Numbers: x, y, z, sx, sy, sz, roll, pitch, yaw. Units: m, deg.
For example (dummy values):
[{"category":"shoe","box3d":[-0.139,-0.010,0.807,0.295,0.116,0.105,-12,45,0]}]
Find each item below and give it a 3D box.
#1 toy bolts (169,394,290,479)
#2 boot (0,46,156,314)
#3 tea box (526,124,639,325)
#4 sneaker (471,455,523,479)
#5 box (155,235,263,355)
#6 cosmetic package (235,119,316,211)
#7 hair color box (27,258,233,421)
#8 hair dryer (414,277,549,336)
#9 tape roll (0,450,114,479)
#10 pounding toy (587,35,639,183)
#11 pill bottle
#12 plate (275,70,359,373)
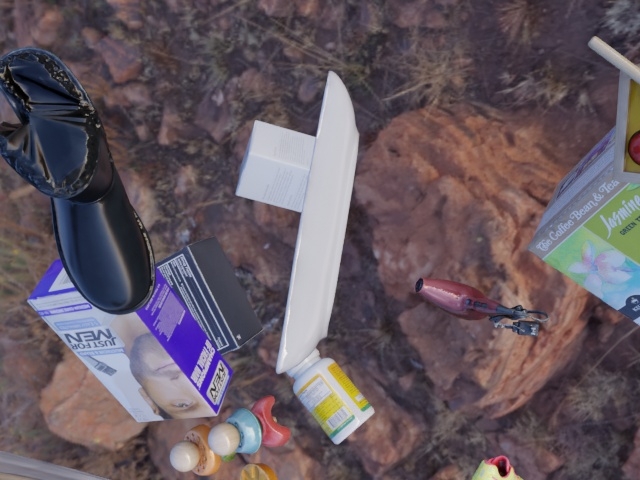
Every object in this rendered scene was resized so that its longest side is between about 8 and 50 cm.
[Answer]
[{"category":"toy bolts","box3d":[-0.172,0.428,1.333,0.228,0.159,0.218,-52,60,34]},{"category":"boot","box3d":[-0.228,-0.038,0.641,0.207,0.094,0.246,-178,72,-80]},{"category":"tea box","box3d":[0.608,-0.045,1.199,0.324,0.220,0.329,35,143,4]},{"category":"sneaker","box3d":[0.388,0.505,1.450,0.081,0.208,0.094,16,87,39]},{"category":"box","box3d":[-0.362,0.188,1.830,0.294,0.183,0.296,-26,91,20]},{"category":"cosmetic package","box3d":[-0.111,-0.195,1.799,0.184,0.151,0.151,16,133,-11]},{"category":"hair color box","box3d":[-0.316,0.172,1.183,0.185,0.110,0.338,-11,129,24]},{"category":"hair dryer","box3d":[0.354,0.132,1.513,0.294,0.223,0.080,13,75,18]},{"category":"tape roll","box3d":[-0.078,0.139,0.216,0.286,0.286,0.100,-4,63,47]},{"category":"pounding toy","box3d":[0.329,-0.122,0.636,0.130,0.100,0.141,15,116,44]},{"category":"pill bottle","box3d":[0.013,0.338,1.529,0.208,0.118,0.117,49,135,14]},{"category":"plate","box3d":[0.000,0.000,0.723,0.278,0.045,0.277,97,-177,-82]}]
